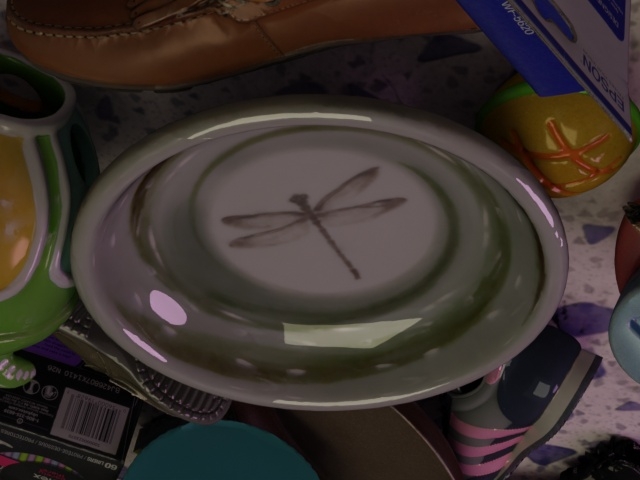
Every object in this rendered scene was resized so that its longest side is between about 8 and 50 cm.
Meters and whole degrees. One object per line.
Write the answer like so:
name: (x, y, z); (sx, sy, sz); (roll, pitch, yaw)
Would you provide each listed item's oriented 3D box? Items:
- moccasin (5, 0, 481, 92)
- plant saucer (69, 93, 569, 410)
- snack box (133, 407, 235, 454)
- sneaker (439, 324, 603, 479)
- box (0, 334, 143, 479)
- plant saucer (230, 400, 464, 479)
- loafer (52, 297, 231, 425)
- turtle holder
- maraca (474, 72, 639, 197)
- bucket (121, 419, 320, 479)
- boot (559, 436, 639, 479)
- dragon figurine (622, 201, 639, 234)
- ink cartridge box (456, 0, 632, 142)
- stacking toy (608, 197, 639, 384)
moccasin: (-0.049, -0.196, 0.896); (0.380, 0.139, 0.147); (-3, 136, 18)
plant saucer: (0.000, 0.000, 1.048); (0.400, 0.101, 0.400); (2, 141, 1)
snack box: (-0.139, 0.240, 1.504); (0.100, 0.037, 0.141); (36, 134, -27)
sneaker: (0.166, 0.174, 1.318); (0.131, 0.112, 0.319); (34, 138, 4)
box: (-0.311, 0.230, 1.456); (0.165, 0.143, 0.270); (20, 140, -9)
plant saucer: (0.035, 0.221, 1.356); (0.310, 0.050, 0.311); (26, 143, 22)
loafer: (-0.199, 0.107, 1.341); (0.251, 0.094, 0.087); (39, 158, -16)
turtle holder: (-0.310, -0.027, 1.037); (0.243, 0.320, 0.227); (34, 116, 14)
maraca: (0.181, -0.078, 1.008); (0.127, 0.099, 0.186); (16, 156, -5)
bucket: (-0.121, 0.343, 1.377); (0.281, 0.281, 0.183); (19, 141, -8)
boot: (0.338, 0.269, 1.413); (0.121, 0.045, 0.099); (33, 132, -22)
dragon figurine: (0.323, -0.014, 0.927); (0.144, 0.085, 0.289); (-39, 82, 19)
ink cartridge box: (0.107, -0.205, 0.694); (0.065, 0.333, 0.165); (-24, 126, 35)
stacking toy: (0.385, 0.032, 0.987); (0.308, 0.130, 0.280); (10, 127, 14)
